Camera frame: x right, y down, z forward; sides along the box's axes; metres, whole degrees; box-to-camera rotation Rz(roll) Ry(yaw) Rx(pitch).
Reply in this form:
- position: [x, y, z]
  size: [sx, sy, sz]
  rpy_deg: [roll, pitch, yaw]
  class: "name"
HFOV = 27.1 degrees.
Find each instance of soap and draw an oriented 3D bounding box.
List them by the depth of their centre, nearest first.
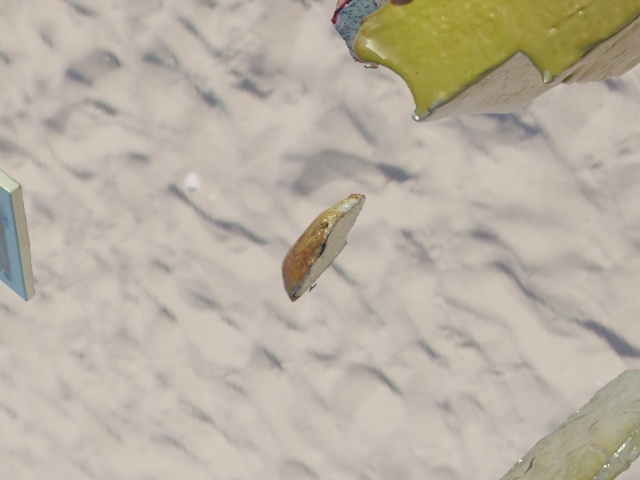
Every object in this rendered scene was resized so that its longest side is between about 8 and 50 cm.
- position: [0.188, -0.194, 1.058]
  size: [0.259, 0.281, 0.143]
  rpy_deg: [-33, 85, 25]
  class: "soap"

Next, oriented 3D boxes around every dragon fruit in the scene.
- position: [0.049, -0.210, 1.257]
  size: [0.056, 0.060, 0.083]
  rpy_deg: [-18, 118, 36]
  class: "dragon fruit"

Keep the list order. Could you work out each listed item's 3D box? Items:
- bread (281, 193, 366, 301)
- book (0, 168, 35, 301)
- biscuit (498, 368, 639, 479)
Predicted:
- position: [0.000, 0.000, 1.508]
  size: [0.044, 0.129, 0.126]
  rpy_deg: [37, 124, 10]
  class: "bread"
- position: [-0.408, -0.077, 1.360]
  size: [0.295, 0.020, 0.208]
  rpy_deg: [37, 150, 15]
  class: "book"
- position: [0.226, 0.218, 1.243]
  size: [0.290, 0.141, 0.038]
  rpy_deg: [-42, 98, 15]
  class: "biscuit"
